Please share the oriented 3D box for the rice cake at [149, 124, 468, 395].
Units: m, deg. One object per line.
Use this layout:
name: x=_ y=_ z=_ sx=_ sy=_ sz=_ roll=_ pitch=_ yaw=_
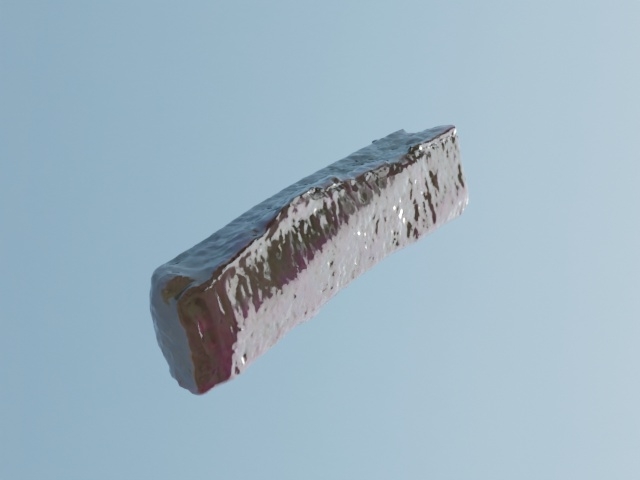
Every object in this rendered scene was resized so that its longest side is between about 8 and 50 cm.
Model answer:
rice cake: x=0.000 y=0.000 z=0.613 sx=0.207 sy=0.036 sz=0.047 roll=-31 pitch=-72 yaw=-57
